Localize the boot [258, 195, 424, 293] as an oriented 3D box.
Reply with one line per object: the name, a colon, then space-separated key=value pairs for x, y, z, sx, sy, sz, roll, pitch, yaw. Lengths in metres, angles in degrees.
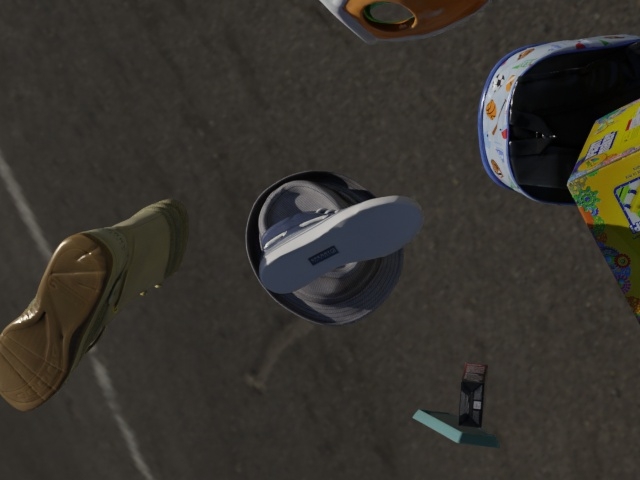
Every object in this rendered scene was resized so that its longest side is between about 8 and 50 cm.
boot: x=0.018 y=-0.014 z=1.265 sx=0.190 sy=0.086 sz=0.069 roll=-22 pitch=122 yaw=9

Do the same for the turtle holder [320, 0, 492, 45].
turtle holder: x=0.066 y=-0.352 z=1.218 sx=0.320 sy=0.227 sz=0.243 roll=49 pitch=-166 yaw=18

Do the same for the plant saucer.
plant saucer: x=0.197 y=0.273 z=1.703 sx=0.067 sy=0.018 sz=0.192 roll=9 pitch=-179 yaw=-15

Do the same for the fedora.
fedora: x=0.000 y=0.000 z=1.913 sx=0.275 sy=0.244 sz=0.124 roll=48 pitch=177 yaw=13

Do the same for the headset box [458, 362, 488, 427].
headset box: x=0.198 y=0.198 z=1.510 sx=0.032 sy=0.083 sz=0.062 roll=5 pitch=104 yaw=10

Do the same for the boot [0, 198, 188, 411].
boot: x=-0.264 y=0.071 z=1.365 sx=0.095 sy=0.203 sz=0.262 roll=37 pitch=118 yaw=9

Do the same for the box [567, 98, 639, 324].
box: x=0.442 y=-0.023 z=1.347 sx=0.177 sy=0.290 sz=0.279 roll=-26 pitch=98 yaw=26

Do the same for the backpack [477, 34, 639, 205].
backpack: x=0.354 y=-0.170 z=1.641 sx=0.213 sy=0.263 sz=0.276 roll=-160 pitch=67 yaw=-66
